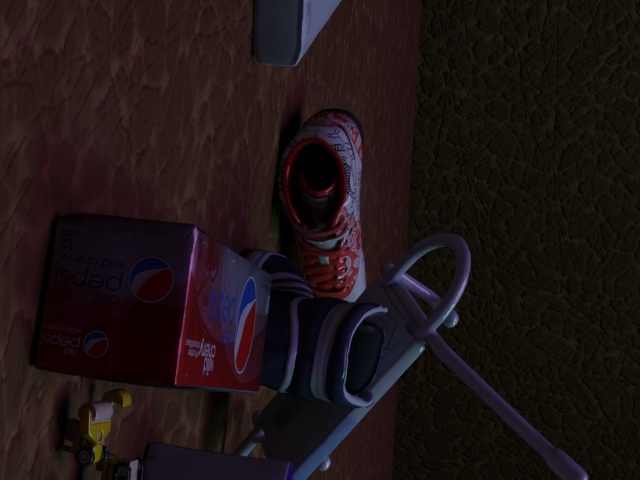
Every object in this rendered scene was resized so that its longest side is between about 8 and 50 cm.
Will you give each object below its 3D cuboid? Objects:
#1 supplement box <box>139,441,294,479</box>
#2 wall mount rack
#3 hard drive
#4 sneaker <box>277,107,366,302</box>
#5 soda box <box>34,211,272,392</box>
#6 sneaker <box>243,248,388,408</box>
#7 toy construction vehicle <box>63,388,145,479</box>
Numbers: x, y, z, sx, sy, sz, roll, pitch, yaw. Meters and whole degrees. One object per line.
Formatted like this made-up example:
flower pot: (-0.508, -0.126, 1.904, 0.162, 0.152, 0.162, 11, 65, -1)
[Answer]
supplement box: (-0.080, 0.265, 1.074, 0.220, 0.111, 0.114, 89, 11, -50)
wall mount rack: (0.066, 0.178, 1.238, 0.350, 0.130, 0.304, -50, -151, 11)
hard drive: (-0.001, -0.330, 1.331, 0.353, 0.047, 0.233, -65, 160, -64)
sneaker: (-0.001, -0.001, 1.483, 0.145, 0.090, 0.270, -53, 146, -72)
soda box: (-0.095, 0.047, 0.873, 0.263, 0.083, 0.092, 45, 52, -79)
sneaker: (-0.012, 0.077, 1.231, 0.282, 0.153, 0.099, -45, 142, -77)
toy construction vehicle: (-0.141, 0.143, 0.840, 0.086, 0.035, 0.098, -3, 98, -71)
